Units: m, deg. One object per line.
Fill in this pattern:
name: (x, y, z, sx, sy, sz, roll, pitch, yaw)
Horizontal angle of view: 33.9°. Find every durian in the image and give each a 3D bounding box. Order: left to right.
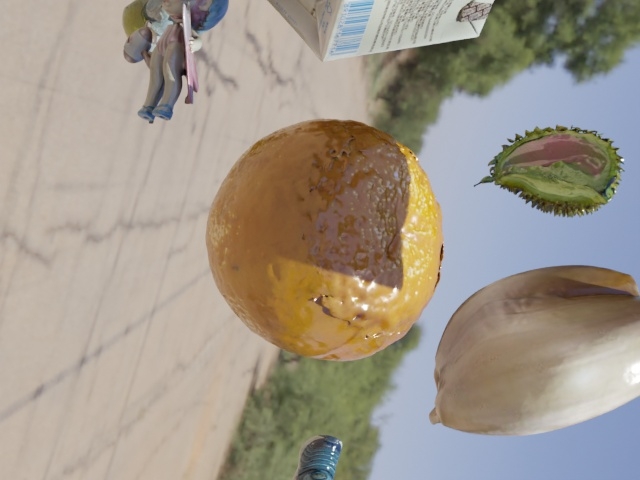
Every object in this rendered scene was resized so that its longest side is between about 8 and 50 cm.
durian: (0.351, -0.095, 1.546, 0.137, 0.220, 0.095, -53, 138, -26)

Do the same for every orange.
orange: (0.000, 0.000, 1.468, 0.340, 0.293, 0.341, 9, 78, -48)

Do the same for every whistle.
whistle: (-0.286, -0.396, 1.895, 0.223, 0.122, 0.123, 8, -98, 67)

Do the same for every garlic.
garlic: (0.196, 0.088, 0.928, 0.110, 0.228, 0.217, 68, -10, -16)

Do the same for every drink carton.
drink carton: (0.090, -0.394, 1.609, 0.194, 0.324, 0.132, 53, -38, 29)

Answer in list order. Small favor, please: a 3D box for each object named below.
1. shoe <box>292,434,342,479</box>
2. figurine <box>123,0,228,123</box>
shoe: (-0.006, 0.370, 1.661, 0.071, 0.063, 0.143, -106, -147, -62)
figurine: (-0.227, -0.302, 1.633, 0.205, 0.102, 0.260, -3, -111, 54)
